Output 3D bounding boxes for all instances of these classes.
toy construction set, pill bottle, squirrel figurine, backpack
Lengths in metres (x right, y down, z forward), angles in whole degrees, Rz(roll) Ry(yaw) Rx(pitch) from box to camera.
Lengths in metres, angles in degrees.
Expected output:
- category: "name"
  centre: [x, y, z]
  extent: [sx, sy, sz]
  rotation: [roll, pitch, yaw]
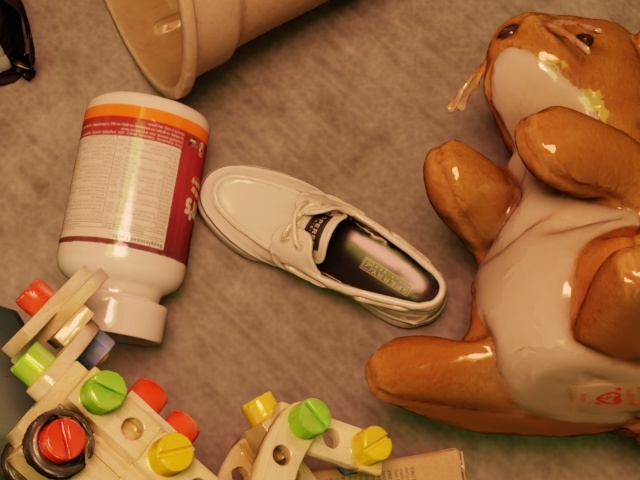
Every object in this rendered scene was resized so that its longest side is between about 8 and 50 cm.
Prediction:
- category: "toy construction set"
  centre: [-0.120, 0.145, 0.813]
  extent: [0.327, 0.151, 0.215]
  rotation: [35, 51, 3]
- category: "pill bottle"
  centre: [-0.180, -0.018, 0.983]
  extent: [0.121, 0.121, 0.221]
  rotation: [8, 78, 1]
- category: "squirrel figurine"
  centre: [0.268, -0.015, 0.945]
  extent: [0.397, 0.281, 0.370]
  rotation: [24, 52, -26]
- category: "backpack"
  centre: [-0.351, -0.238, 1.004]
  extent: [0.115, 0.182, 0.152]
  rotation: [-19, 78, -6]

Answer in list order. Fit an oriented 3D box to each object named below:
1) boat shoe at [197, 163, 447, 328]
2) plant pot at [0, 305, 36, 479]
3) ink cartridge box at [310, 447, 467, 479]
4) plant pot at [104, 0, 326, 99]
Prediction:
- category: "boat shoe"
  centre: [0.000, 0.000, 1.000]
  extent: [0.267, 0.088, 0.096]
  rotation: [32, 78, 6]
- category: "plant pot"
  centre: [-0.325, 0.148, 0.883]
  extent: [0.165, 0.234, 0.165]
  rotation: [-31, 79, -7]
- category: "ink cartridge box"
  centre: [0.046, 0.315, 0.902]
  extent: [0.193, 0.088, 0.235]
  rotation: [-6, 63, -3]
- category: "plant pot"
  centre: [-0.054, -0.339, 0.987]
  extent: [0.305, 0.334, 0.334]
  rotation: [-22, 77, -17]
